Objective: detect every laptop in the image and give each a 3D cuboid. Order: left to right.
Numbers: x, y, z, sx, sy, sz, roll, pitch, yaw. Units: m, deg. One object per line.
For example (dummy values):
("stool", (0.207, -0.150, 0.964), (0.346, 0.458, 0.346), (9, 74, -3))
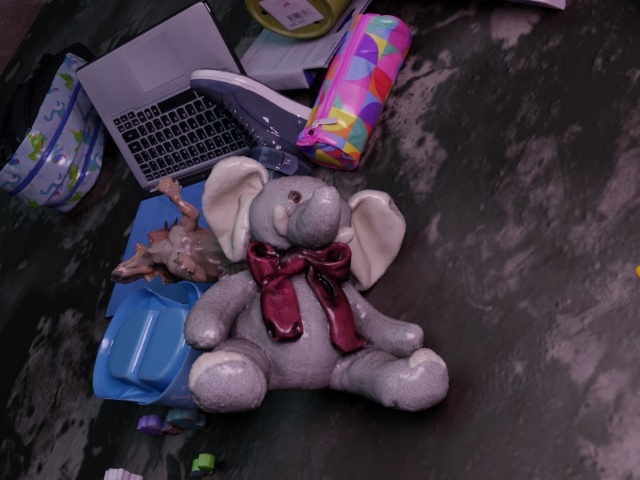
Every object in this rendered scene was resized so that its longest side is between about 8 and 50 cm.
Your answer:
("laptop", (-0.279, -0.119, 1.412), (0.382, 0.407, 0.236), (-13, 22, 42))

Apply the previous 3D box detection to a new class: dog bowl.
("dog bowl", (-0.212, 0.149, 1.150), (0.297, 0.074, 0.165), (-10, 59, 54))

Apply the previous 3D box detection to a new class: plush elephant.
("plush elephant", (-0.018, 0.036, 0.961), (0.330, 0.272, 0.255), (-166, 79, -76))

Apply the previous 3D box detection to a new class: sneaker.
("sneaker", (-0.108, -0.147, 1.251), (0.086, 0.226, 0.163), (159, 133, -77))

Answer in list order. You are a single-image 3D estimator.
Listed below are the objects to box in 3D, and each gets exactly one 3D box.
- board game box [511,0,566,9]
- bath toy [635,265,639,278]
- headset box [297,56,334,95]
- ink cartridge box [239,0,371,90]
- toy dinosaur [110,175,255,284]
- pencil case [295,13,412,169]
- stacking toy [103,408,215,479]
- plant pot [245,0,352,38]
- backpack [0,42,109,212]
("board game box", (0.206, -0.483, 1.098), (0.318, 0.066, 0.318), (24, 108, 37))
("bath toy", (0.362, -0.068, 0.726), (0.151, 0.129, 0.348), (12, 74, 51))
("headset box", (-0.011, -0.271, 1.380), (0.083, 0.032, 0.062), (26, 83, 52))
("ink cartridge box", (-0.011, -0.330, 1.365), (0.224, 0.045, 0.223), (5, 54, 44))
("toy dinosaur", (-0.145, 0.023, 1.199), (0.200, 0.296, 0.127), (99, -173, -72))
("pencil case", (0.048, -0.213, 1.215), (0.104, 0.104, 0.236), (5, 67, 50))
("stacking toy", (-0.215, 0.255, 1.203), (0.221, 0.052, 0.166), (-21, 49, 38))
("plant pot", (-0.014, -0.466, 1.290), (0.275, 0.275, 0.293), (-12, 58, 44))
("backpack", (-0.589, -0.226, 1.851), (0.290, 0.273, 0.355), (-39, 18, 20))
